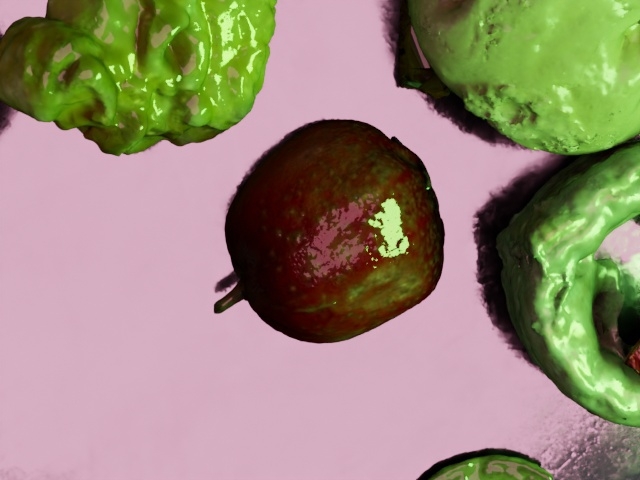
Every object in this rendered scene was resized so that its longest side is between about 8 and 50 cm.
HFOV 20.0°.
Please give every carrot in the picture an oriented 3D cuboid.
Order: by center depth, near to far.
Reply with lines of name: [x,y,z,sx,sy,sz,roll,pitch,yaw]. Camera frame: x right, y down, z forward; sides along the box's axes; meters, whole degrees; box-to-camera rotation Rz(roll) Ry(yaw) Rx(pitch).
carrot: [0.115,-0.259,1.838,0.069,0.069,0.228,5,95,-3]

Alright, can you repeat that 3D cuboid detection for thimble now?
thimble: [0.318,0.036,1.802,0.292,0.195,0.291,0,94,-4]

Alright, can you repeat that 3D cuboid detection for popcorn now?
popcorn: [-0.162,-0.189,1.762,0.286,0.174,0.225,-49,116,-15]

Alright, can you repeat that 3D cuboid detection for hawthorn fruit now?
hawthorn fruit: [0.000,0.000,1.783,0.250,0.215,0.215,-28,95,1]

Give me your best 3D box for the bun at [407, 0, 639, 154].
bun: [0.249,-0.266,1.735,0.326,0.234,0.362,-13,91,-33]

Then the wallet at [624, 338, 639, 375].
wallet: [0.391,0.132,1.710,0.196,0.020,0.103,37,92,-8]

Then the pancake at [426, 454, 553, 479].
pancake: [0.188,0.339,1.892,0.236,0.042,0.222,33,96,-2]
